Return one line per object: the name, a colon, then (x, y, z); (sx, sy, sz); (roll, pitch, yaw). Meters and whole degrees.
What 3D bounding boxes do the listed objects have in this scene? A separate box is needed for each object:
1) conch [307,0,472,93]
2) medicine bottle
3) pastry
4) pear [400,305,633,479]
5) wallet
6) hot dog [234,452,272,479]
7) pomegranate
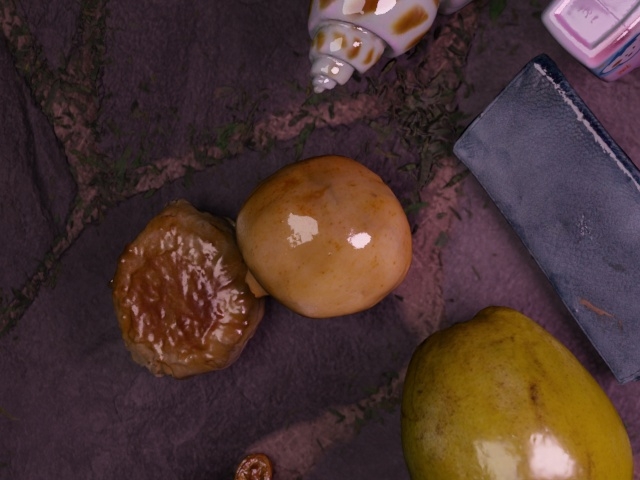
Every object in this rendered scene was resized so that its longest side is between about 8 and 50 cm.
conch: (0.100, -0.353, 1.134); (0.250, 0.197, 0.367); (25, 108, 4)
medicine bottle: (0.334, -0.248, 1.015); (0.119, 0.188, 0.094); (-46, 72, 20)
pastry: (-0.189, 0.078, 1.322); (0.236, 0.121, 0.257); (44, 107, 15)
pear: (0.220, 0.230, 1.052); (0.253, 0.253, 0.307); (-29, 71, 24)
wallet: (0.316, -0.027, 1.068); (0.379, 0.046, 0.190); (57, 135, 16)
hot dog: (-0.097, 0.356, 1.323); (0.058, 0.035, 0.083); (4, 93, 23)
pomegranate: (0.005, -0.005, 1.171); (0.233, 0.233, 0.233); (0, 91, 27)
